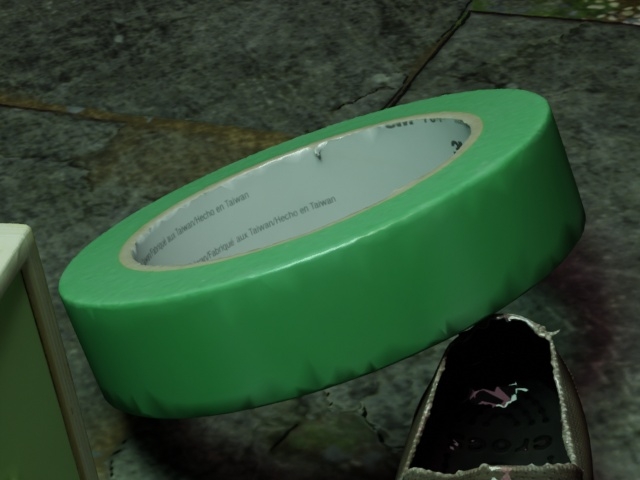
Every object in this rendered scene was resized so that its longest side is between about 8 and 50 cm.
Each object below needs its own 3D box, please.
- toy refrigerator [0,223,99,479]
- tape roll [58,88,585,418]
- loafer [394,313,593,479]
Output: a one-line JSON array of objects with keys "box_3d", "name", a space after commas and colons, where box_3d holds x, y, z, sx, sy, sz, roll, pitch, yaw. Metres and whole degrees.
[{"box_3d": [-0.158, 0.130, 0.734, 0.094, 0.269, 0.102, 1, 34, 13], "name": "toy refrigerator"}, {"box_3d": [0.000, 0.000, 0.970, 0.321, 0.077, 0.321, -20, 14, 5], "name": "tape roll"}, {"box_3d": [0.070, 0.166, 0.754, 0.134, 0.130, 0.366, -4, 33, 8], "name": "loafer"}]
